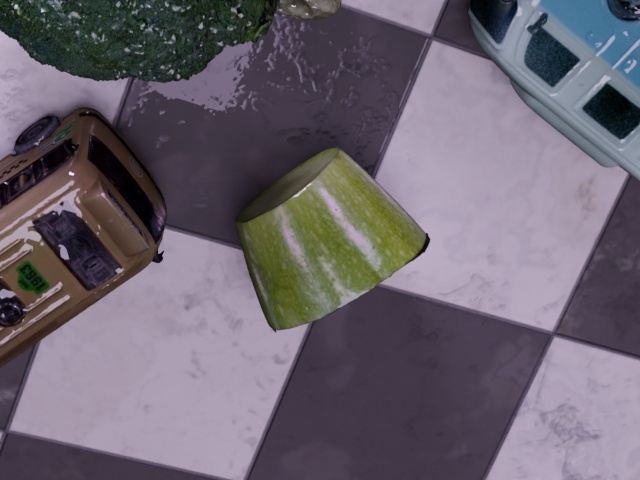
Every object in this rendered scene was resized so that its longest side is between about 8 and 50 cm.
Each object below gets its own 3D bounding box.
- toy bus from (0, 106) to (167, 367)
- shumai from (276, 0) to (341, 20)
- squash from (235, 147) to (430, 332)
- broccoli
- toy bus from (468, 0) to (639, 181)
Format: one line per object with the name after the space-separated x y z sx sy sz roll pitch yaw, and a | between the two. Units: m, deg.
-0.276 0.019 1.318 0.289 0.157 0.139 -33 117 3 | toy bus
-0.030 -0.220 1.326 0.080 0.082 0.083 -28 88 39 | shumai
0.000 0.000 1.378 0.170 0.170 0.123 -34 103 4 | squash
-0.156 -0.252 1.203 0.270 0.270 0.270 17 76 -19 | broccoli
0.256 -0.173 1.366 0.271 0.133 0.165 34 107 -26 | toy bus
